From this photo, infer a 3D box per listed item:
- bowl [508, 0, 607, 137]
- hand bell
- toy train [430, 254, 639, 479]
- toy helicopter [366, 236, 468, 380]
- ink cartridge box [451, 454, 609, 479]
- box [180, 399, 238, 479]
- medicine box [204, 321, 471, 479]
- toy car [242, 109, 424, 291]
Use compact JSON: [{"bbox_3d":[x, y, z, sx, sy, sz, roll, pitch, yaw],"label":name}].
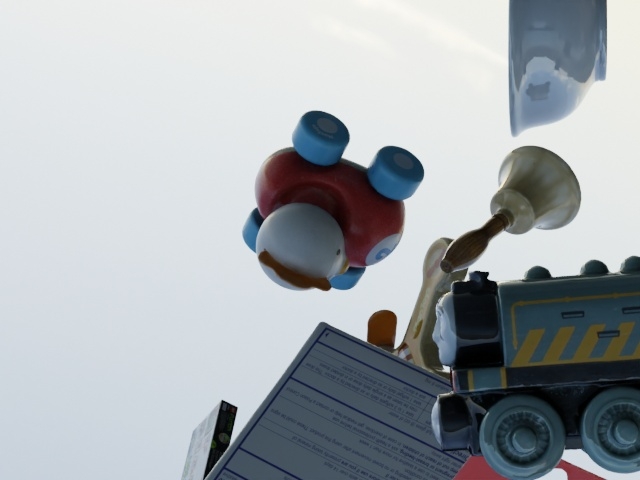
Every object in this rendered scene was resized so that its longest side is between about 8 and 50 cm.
[{"bbox_3d":[0.331,-0.291,2.046,0.134,0.298,0.298,1,-164,10],"label":"bowl"},{"bbox_3d":[0.228,-0.019,1.896,0.126,0.126,0.242,34,-137,18],"label":"hand bell"},{"bbox_3d":[0.263,0.110,1.323,0.334,0.190,0.142,-5,178,5],"label":"toy train"},{"bbox_3d":[0.139,0.164,2.176,0.140,0.355,0.235,16,-176,-24],"label":"toy helicopter"},{"bbox_3d":[0.180,0.316,1.442,0.189,0.232,0.066,25,-152,-20],"label":"ink cartridge box"},{"bbox_3d":[-0.201,0.388,2.553,0.036,0.114,0.207,28,-139,-16],"label":"box"},{"bbox_3d":[0.043,0.284,1.721,0.263,0.149,0.289,24,-122,21],"label":"medicine box"},{"bbox_3d":[0.000,0.000,1.894,0.210,0.219,0.238,25,-141,-8],"label":"toy car"}]
